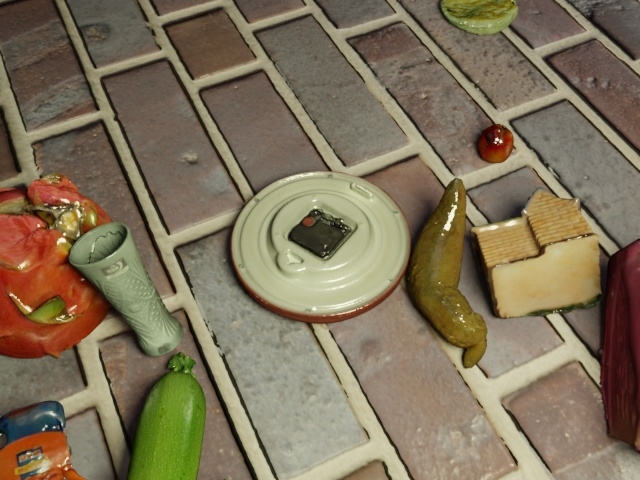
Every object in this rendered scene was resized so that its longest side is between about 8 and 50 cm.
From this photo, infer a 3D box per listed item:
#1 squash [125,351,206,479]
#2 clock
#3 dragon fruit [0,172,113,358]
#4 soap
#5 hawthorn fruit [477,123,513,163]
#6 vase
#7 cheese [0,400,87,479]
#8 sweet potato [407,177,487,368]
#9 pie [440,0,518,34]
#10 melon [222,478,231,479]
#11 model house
[{"bbox_3d":[-0.215,0.303,0.971,0.102,0.101,0.378,0,37,1],"label":"squash"},{"bbox_3d":[0.000,0.000,1.228,0.319,0.080,0.318,0,54,0],"label":"clock"},{"bbox_3d":[-0.474,0.021,1.129,0.306,0.225,0.305,0,57,-1],"label":"dragon fruit"},{"bbox_3d":[0.495,0.160,1.022,0.128,0.220,0.324,4,78,8],"label":"soap"},{"bbox_3d":[0.341,-0.189,1.365,0.077,0.077,0.077,0,54,0],"label":"hawthorn fruit"},{"bbox_3d":[-0.288,0.084,1.079,0.096,0.219,0.096,-14,38,11],"label":"vase"},{"bbox_3d":[-0.372,0.373,0.932,0.217,0.129,0.329,-16,55,-12],"label":"cheese"},{"bbox_3d":[0.204,0.059,1.164,0.124,0.098,0.309,-16,67,36],"label":"sweet potato"},{"bbox_3d":[0.369,-0.546,1.640,0.187,0.041,0.186,0,54,1],"label":"pie"},{"bbox_3d":[-0.031,0.449,0.879,0.324,0.124,0.196,21,64,11],"label":"melon"},{"bbox_3d":[0.354,0.016,1.180,0.183,0.166,0.172,-14,39,7],"label":"model house"}]
